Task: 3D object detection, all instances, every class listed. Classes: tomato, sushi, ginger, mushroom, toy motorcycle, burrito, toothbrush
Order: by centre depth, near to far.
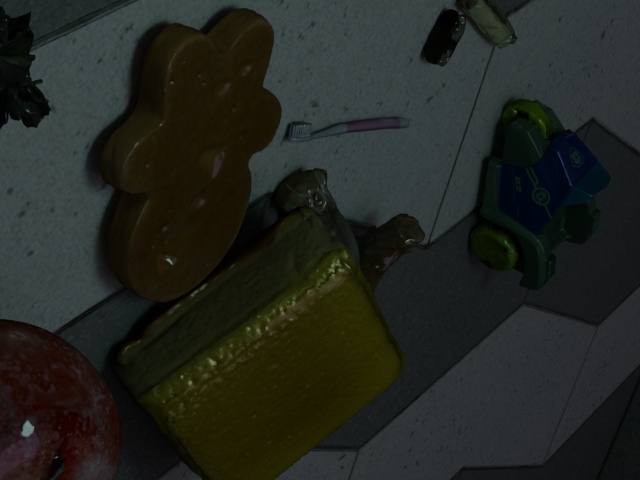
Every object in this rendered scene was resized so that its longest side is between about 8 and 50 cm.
[{"bbox_3d":[-0.334,0.197,1.359,0.270,0.227,0.270,-26,146,-19],"label":"tomato"},{"bbox_3d":[0.000,0.000,1.868,0.116,0.093,0.225,-22,143,-20],"label":"mushroom"},{"bbox_3d":[0.043,-0.155,1.869,0.286,0.020,0.025,-12,120,-54],"label":"toothbrush"},{"bbox_3d":[0.183,-0.284,1.954,0.083,0.044,0.046,-62,151,6],"label":"sushi"},{"bbox_3d":[0.048,0.083,1.991,0.084,0.122,0.290,27,94,-36],"label":"ginger"},{"bbox_3d":[0.248,-0.329,2.028,0.045,0.041,0.185,-22,158,17],"label":"burrito"},{"bbox_3d":[0.382,-0.082,2.309,0.191,0.200,0.326,-42,149,-30],"label":"toy motorcycle"}]

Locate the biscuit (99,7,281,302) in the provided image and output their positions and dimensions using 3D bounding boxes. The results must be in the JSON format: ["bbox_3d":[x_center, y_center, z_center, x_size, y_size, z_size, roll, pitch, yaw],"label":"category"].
[{"bbox_3d":[-0.151,-0.092,1.576,0.275,0.052,0.355,-27,139,-45],"label":"biscuit"}]

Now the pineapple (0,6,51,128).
[{"bbox_3d":[-0.327,-0.153,1.130,0.141,0.170,0.310,-38,162,18],"label":"pineapple"}]

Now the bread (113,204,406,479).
[{"bbox_3d":[-0.069,0.156,1.776,0.333,0.143,0.323,-37,142,-10],"label":"bread"}]
